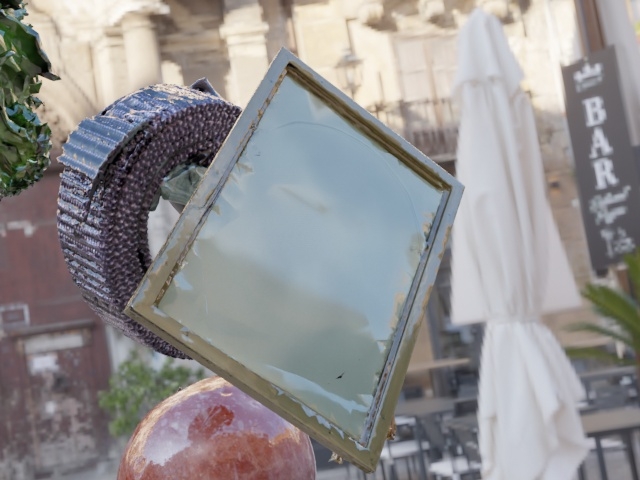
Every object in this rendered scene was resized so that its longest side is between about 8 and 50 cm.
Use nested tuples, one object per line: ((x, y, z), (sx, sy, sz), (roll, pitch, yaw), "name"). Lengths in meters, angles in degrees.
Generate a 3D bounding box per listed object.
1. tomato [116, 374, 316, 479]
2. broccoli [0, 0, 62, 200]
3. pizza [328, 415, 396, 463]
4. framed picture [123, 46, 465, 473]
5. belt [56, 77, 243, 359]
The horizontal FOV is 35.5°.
((-0.126, 0.312, 1.293), (0.227, 0.270, 0.270), (27, 15, 34), "tomato")
((-0.220, -0.098, 0.505), (0.195, 0.195, 0.156), (-3, -7, -38), "broccoli")
((0.056, 0.191, 1.047), (0.029, 0.100, 0.099), (10, -11, 41), "pizza")
((0.000, 0.000, 0.509), (0.136, 0.201, 0.010), (36, -43, -14), "framed picture")
((-0.151, -0.015, 1.112), (0.122, 0.324, 0.260), (20, 52, 39), "belt")
